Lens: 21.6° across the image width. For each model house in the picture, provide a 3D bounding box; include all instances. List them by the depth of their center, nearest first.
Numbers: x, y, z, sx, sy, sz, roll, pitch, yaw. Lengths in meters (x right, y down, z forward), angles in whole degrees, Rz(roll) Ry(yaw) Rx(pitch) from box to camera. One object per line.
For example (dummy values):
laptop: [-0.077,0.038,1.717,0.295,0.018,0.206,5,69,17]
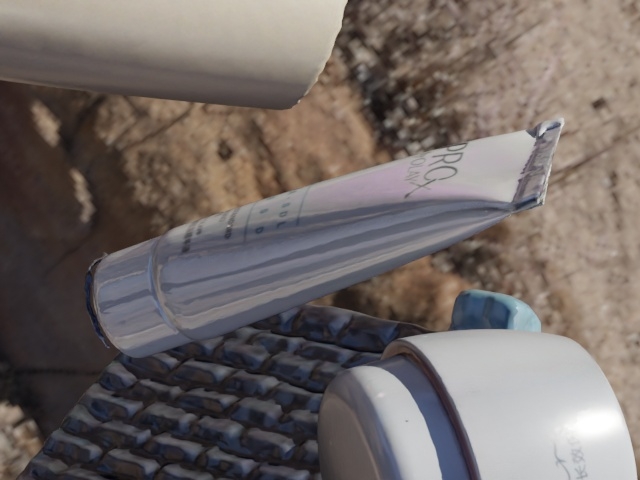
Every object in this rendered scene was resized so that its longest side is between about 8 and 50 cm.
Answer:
model house: [-0.008,0.184,1.060,0.297,0.360,0.339,26,77,-52]

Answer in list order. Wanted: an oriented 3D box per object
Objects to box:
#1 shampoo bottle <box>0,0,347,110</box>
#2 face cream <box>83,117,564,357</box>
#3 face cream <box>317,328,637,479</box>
shampoo bottle: [-0.119,-0.102,0.469,0.257,0.078,0.127,15,51,-25]
face cream: [0.000,0.000,0.805,0.058,0.244,0.092,62,25,-20]
face cream: [0.060,0.093,0.672,0.104,0.117,0.117,-12,78,-15]
